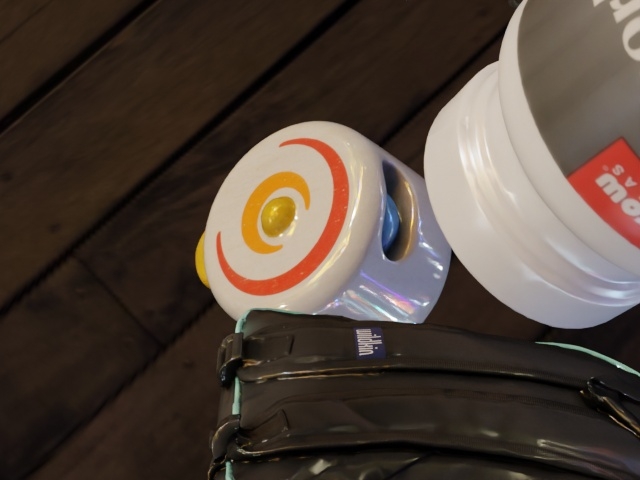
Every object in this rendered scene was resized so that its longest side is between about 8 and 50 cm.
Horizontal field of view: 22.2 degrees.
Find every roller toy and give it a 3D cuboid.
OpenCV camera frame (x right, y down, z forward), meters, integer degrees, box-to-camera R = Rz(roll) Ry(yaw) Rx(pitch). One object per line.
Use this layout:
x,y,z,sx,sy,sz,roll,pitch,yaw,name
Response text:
0.000,0.000,1.408,0.146,0.209,0.191,31,96,-45,roller toy

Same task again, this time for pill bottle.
0.230,-0.100,0.897,0.210,0.363,0.210,18,54,-26,pill bottle

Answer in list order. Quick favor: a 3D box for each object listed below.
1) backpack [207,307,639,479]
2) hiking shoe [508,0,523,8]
0.053,0.111,0.660,0.188,0.166,0.144,-2,112,0,backpack
0.247,-0.194,1.507,0.114,0.086,0.227,-6,69,-23,hiking shoe
